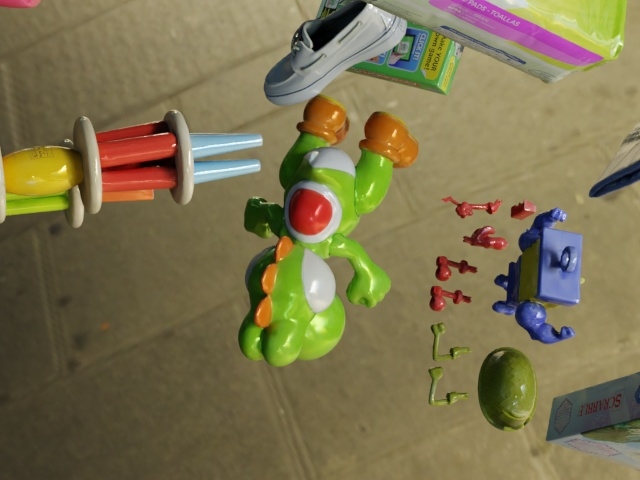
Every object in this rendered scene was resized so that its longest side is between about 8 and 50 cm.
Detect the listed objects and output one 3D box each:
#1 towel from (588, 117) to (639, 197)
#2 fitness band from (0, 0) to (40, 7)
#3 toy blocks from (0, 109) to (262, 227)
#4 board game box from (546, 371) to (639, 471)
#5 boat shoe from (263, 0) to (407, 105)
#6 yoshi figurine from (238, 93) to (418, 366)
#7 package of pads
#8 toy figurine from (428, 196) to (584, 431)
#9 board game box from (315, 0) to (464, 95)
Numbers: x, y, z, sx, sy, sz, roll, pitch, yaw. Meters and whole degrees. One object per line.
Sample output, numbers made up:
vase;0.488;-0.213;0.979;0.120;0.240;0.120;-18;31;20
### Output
towel;0.450;-0.184;1.666;0.034;0.209;0.285;37;78;-3
fitness band;-0.265;-0.348;1.162;0.054;0.209;0.290;4;74;-6
toy blocks;-0.115;-0.039;0.743;0.148;0.054;0.123;-7;-4;-18
board game box;0.488;0.245;1.613;0.319;0.318;0.066;19;71;-11
boat shoe;0.001;-0.247;1.656;0.226;0.076;0.083;-28;44;33
yoshi figurine;-0.003;0.007;1.748;0.203;0.203;0.362;-4;60;59
package of pads;0.157;-0.298;1.085;0.101;0.229;0.296;-19;58;57
toy figurine;0.291;0.073;1.912;0.217;0.191;0.362;143;140;-60
board game box;0.125;-0.374;1.813;0.213;0.046;0.317;17;85;28
